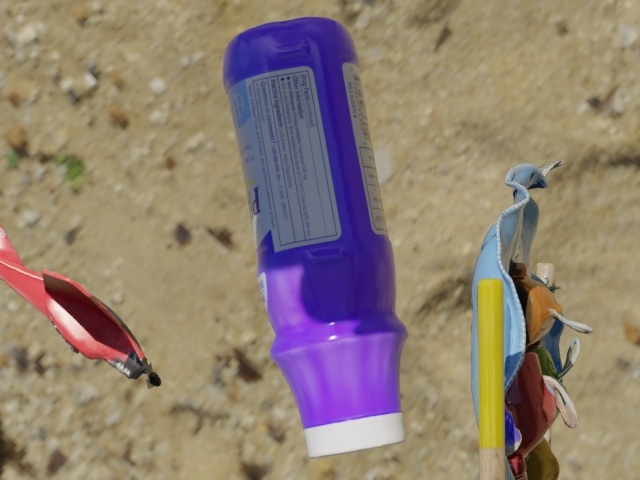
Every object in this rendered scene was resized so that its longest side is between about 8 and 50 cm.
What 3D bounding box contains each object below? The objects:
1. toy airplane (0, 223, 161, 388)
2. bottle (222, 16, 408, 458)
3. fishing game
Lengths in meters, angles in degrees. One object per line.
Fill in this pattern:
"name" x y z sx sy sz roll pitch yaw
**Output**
"toy airplane" -0.135 0.022 0.882 0.151 0.028 0.151 41 173 6
"bottle" 0.000 0.000 1.202 0.092 0.118 0.283 -10 84 -2
"fishing game" 0.076 0.066 0.600 0.041 0.264 0.189 0 86 10
